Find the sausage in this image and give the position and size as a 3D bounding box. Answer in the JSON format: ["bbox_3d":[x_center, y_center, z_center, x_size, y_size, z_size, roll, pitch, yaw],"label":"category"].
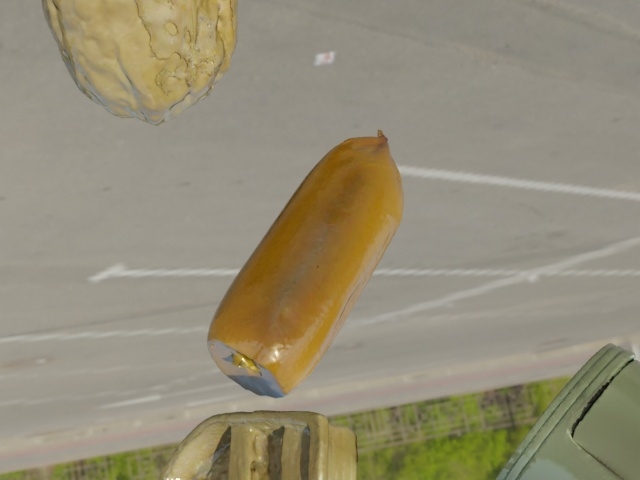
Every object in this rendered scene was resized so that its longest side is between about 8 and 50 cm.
[{"bbox_3d":[0.006,0.003,1.001,0.112,0.328,0.112,24,151,15],"label":"sausage"}]

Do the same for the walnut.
[{"bbox_3d":[-0.174,-0.234,0.977,0.198,0.198,0.245,-11,129,1],"label":"walnut"}]

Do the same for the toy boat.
[{"bbox_3d":[-0.054,0.204,0.850,0.188,0.116,0.061,-11,160,39],"label":"toy boat"}]

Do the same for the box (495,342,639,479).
[{"bbox_3d":[0.272,0.228,0.955,0.226,0.149,0.226,-42,155,-25],"label":"box"}]
